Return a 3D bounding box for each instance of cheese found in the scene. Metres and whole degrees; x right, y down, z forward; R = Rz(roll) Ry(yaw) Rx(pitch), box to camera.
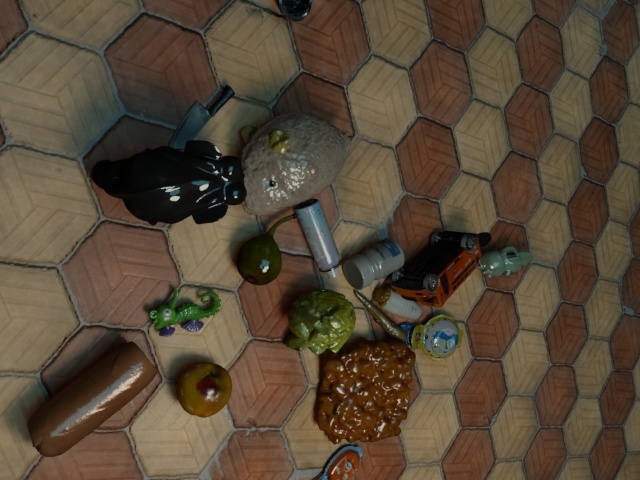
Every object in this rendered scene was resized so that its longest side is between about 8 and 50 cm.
[{"bbox_3d":[0.361,0.317,1.974,0.250,0.064,0.156,6,90,-21],"label":"cheese"},{"bbox_3d":[0.032,0.709,1.813,0.256,0.037,0.106,-31,109,-28],"label":"cheese"}]

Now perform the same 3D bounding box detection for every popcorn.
[{"bbox_3d":[-0.007,0.232,1.677,0.198,0.198,0.212,24,108,-32],"label":"popcorn"}]

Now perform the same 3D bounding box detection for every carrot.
[{"bbox_3d":[0.184,0.236,1.866,0.254,0.049,0.049,45,71,-21],"label":"carrot"}]

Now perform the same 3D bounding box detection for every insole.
[{"bbox_3d":[0.540,0.008,2.096,0.152,0.002,0.053,-25,107,-29],"label":"insole"}]

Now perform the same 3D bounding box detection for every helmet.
[{"bbox_3d":[-0.074,-0.636,1.598,0.098,0.070,0.123,22,89,-26],"label":"helmet"}]

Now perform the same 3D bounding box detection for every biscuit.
[{"bbox_3d":[0.134,0.450,1.813,0.318,0.110,0.312,4,94,-33],"label":"biscuit"}]

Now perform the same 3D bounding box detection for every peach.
[{"bbox_3d":[-0.294,0.377,1.521,0.138,0.138,0.138,-3,96,-33],"label":"peach"}]

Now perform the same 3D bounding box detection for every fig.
[{"bbox_3d":[-0.134,0.008,1.601,0.124,0.124,0.236,43,62,-28],"label":"fig"}]

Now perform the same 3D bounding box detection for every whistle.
[{"bbox_3d":[0.637,0.072,2.106,0.253,0.106,0.102,-9,90,-26],"label":"whistle"}]

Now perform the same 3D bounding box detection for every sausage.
[{"bbox_3d":[-0.519,0.360,1.375,0.304,0.121,0.121,-40,114,-25],"label":"sausage"}]

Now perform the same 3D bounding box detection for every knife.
[{"bbox_3d":[-0.305,-0.309,1.512,0.060,0.028,0.230,41,75,-16],"label":"knife"}]

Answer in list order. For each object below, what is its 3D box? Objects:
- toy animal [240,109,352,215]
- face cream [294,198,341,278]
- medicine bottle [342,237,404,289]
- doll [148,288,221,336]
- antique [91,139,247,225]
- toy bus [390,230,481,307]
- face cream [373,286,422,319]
[{"bbox_3d":[-0.064,-0.219,1.575,0.358,0.188,0.226,-32,116,-27],"label":"toy animal"},{"bbox_3d":[0.000,0.000,1.703,0.075,0.075,0.229,-31,109,-27],"label":"face cream"},{"bbox_3d":[0.159,0.068,1.795,0.168,0.105,0.105,-26,108,-28],"label":"medicine bottle"},{"bbox_3d":[-0.338,0.176,1.518,0.190,0.050,0.115,-5,104,-34],"label":"doll"},{"bbox_3d":[-0.328,-0.127,1.377,0.322,0.255,0.185,-12,99,-34],"label":"antique"},{"bbox_3d":[0.367,0.098,1.894,0.329,0.143,0.153,-39,121,-34],"label":"toy bus"},{"bbox_3d":[0.242,0.197,1.893,0.182,0.051,0.072,26,78,-33],"label":"face cream"}]
